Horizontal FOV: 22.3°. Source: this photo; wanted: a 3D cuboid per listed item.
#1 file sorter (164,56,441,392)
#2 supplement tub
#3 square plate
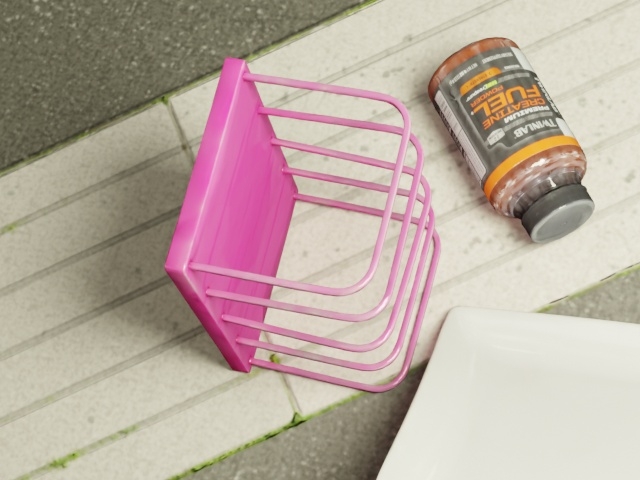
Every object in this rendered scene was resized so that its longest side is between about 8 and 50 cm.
[{"bbox_3d":[0.000,0.000,1.486,0.182,0.290,0.202,10,71,13],"label":"file sorter"},{"bbox_3d":[0.192,-0.096,1.584,0.106,0.106,0.198,-28,65,0],"label":"supplement tub"},{"bbox_3d":[0.247,0.171,1.401,0.344,0.049,0.347,6,27,15],"label":"square plate"}]
